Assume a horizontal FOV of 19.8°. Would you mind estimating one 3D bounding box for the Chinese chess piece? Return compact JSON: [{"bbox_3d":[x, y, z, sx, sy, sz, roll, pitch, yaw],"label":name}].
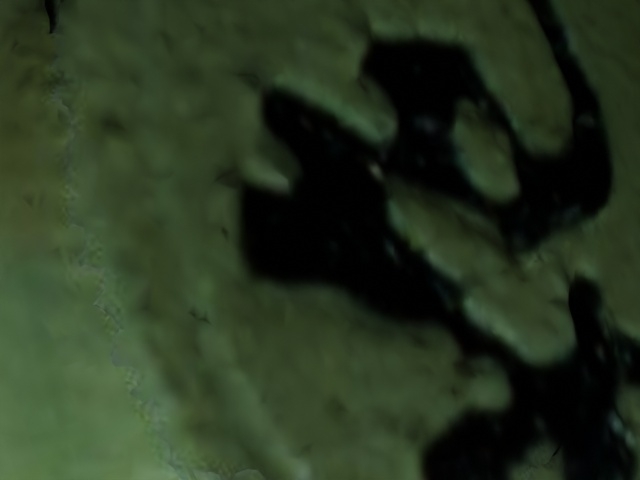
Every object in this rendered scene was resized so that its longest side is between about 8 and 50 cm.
[{"bbox_3d":[0.000,0.000,0.570,0.146,0.349,0.349,-21,164,39],"label":"Chinese chess piece"}]
